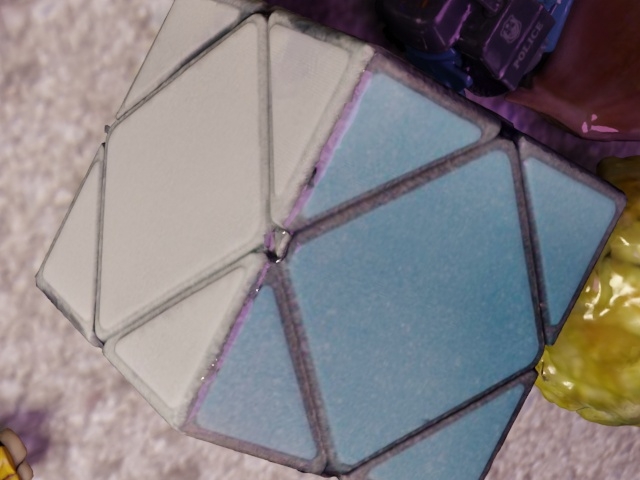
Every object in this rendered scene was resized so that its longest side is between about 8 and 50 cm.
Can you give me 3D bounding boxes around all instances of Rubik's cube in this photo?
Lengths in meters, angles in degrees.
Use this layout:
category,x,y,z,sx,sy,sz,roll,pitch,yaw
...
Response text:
category,x,y,z,sx,sy,sz,roll,pitch,yaw
Rubik's cube,0.000,0.000,0.714,0.205,0.207,0.205,24,97,-36

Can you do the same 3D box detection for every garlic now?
category,x,y,z,sx,sy,sz,roll,pitch,yaw
garlic,0.250,-0.184,0.876,0.148,0.128,0.267,19,88,-47

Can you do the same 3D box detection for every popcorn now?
category,x,y,z,sx,sy,sz,roll,pitch,yaw
popcorn,0.217,0.035,0.896,0.212,0.198,0.198,-6,114,-58

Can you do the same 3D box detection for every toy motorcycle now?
category,x,y,z,sx,sy,sz,roll,pitch,yaw
toy motorcycle,0.128,-0.213,0.763,0.182,0.123,0.272,31,91,-47

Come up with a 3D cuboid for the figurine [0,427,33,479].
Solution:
category,x,y,z,sx,sy,sz,roll,pitch,yaw
figurine,-0.228,0.163,0.729,0.143,0.068,0.101,-8,121,-47
